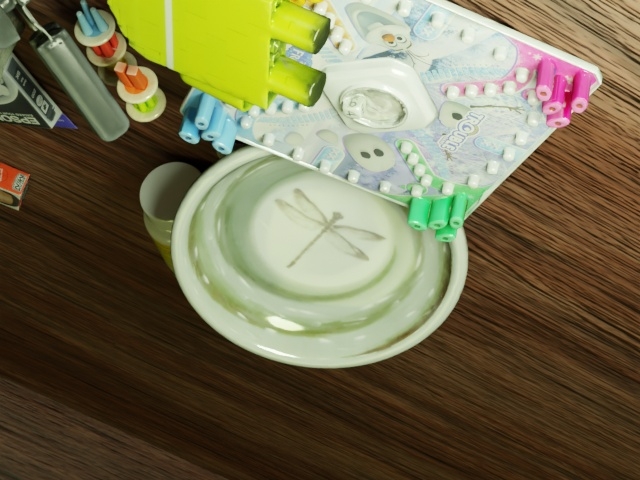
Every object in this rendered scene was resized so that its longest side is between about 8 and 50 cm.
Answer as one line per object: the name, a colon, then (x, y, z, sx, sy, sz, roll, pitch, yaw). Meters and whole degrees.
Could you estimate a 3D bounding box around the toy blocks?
toy blocks: (-0.252, -0.226, 1.922, 0.123, 0.054, 0.148, 50, 172, 24)

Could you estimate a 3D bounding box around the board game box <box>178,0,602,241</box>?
board game box: (0.063, -0.154, 1.796, 0.390, 0.050, 0.390, 21, 149, -11)

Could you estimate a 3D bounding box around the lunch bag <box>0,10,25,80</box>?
lunch bag: (-0.558, -0.288, 1.949, 0.287, 0.169, 0.235, 5, 154, 22)

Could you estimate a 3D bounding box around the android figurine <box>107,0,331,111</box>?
android figurine: (-0.118, -0.240, 1.651, 0.273, 0.056, 0.248, 24, 146, 16)

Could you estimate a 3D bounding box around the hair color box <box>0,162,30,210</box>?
hair color box: (-0.547, -0.104, 2.521, 0.141, 0.043, 0.072, 21, 157, -5)

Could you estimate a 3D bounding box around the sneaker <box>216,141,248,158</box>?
sneaker: (-0.088, -0.074, 2.164, 0.057, 0.075, 0.161, -3, 148, 44)

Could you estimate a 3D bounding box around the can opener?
can opener: (-0.345, -0.233, 1.938, 0.280, 0.093, 0.074, 51, 177, -30)

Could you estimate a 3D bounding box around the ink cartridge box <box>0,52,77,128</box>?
ink cartridge box: (-0.483, -0.210, 2.226, 0.206, 0.045, 0.208, 8, 156, 25)

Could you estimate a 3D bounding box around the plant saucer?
plant saucer: (0.000, 0.000, 2.113, 0.401, 0.100, 0.400, 3, 128, 3)

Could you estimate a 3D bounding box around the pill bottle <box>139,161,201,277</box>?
pill bottle: (-0.196, -0.025, 2.310, 0.119, 0.119, 0.208, 13, 157, 16)
